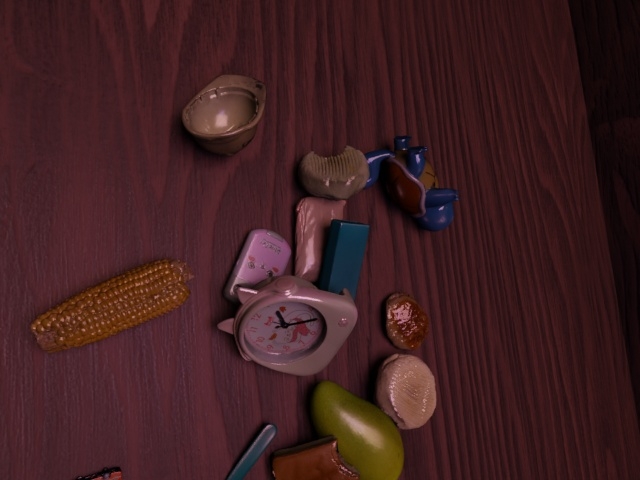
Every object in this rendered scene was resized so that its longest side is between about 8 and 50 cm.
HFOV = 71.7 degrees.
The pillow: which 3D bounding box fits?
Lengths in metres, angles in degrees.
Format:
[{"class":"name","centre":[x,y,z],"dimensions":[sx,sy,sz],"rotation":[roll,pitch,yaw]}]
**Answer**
[{"class":"pillow","centre":[0.000,0.000,1.320],"dimensions":[0.173,0.067,0.271],"rotation":[5,80,-29]}]

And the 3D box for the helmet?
[{"class":"helmet","centre":[-0.245,-0.311,1.187],"dimensions":[0.203,0.137,0.258],"rotation":[19,57,14]}]

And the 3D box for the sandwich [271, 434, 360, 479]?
[{"class":"sandwich","centre":[0.006,0.641,1.139],"dimensions":[0.211,0.063,0.245],"rotation":[-20,93,10]}]

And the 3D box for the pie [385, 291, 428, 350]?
[{"class":"pie","centre":[0.275,0.265,1.437],"dimensions":[0.163,0.079,0.194],"rotation":[-43,106,-25]}]

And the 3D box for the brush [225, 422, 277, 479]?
[{"class":"brush","centre":[-0.182,0.551,1.136],"dimensions":[0.043,0.032,0.193],"rotation":[46,73,-21]}]

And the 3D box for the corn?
[{"class":"corn","centre":[-0.444,0.140,0.991],"dimensions":[0.346,0.130,0.130],"rotation":[-26,95,-29]}]

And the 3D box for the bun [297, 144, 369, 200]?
[{"class":"bun","centre":[0.041,-0.194,1.333],"dimensions":[0.212,0.127,0.204],"rotation":[11,47,12]}]

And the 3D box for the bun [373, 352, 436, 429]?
[{"class":"bun","centre":[0.242,0.454,1.348],"dimensions":[0.220,0.134,0.221],"rotation":[11,69,-29]}]

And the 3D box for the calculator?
[{"class":"calculator","centre":[-0.171,0.087,1.214],"dimensions":[0.141,0.045,0.246],"rotation":[31,68,-23]}]

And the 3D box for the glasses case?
[{"class":"glasses case","centre":[0.054,0.093,1.276],"dimensions":[0.117,0.070,0.302],"rotation":[4,100,-38]}]

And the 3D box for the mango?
[{"class":"mango","centre":[0.098,0.530,1.227],"dimensions":[0.192,0.156,0.343],"rotation":[-39,97,-8]}]

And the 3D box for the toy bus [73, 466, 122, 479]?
[{"class":"toy bus","centre":[-0.486,0.523,0.952],"dimensions":[0.110,0.031,0.043],"rotation":[-5,91,-32]}]

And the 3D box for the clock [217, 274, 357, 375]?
[{"class":"clock","centre":[-0.088,0.205,1.136],"dimensions":[0.323,0.265,0.109],"rotation":[22,26,-23]}]

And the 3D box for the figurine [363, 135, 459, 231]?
[{"class":"figurine","centre":[0.303,-0.200,1.456],"dimensions":[0.415,0.298,0.243],"rotation":[28,100,-21]}]
